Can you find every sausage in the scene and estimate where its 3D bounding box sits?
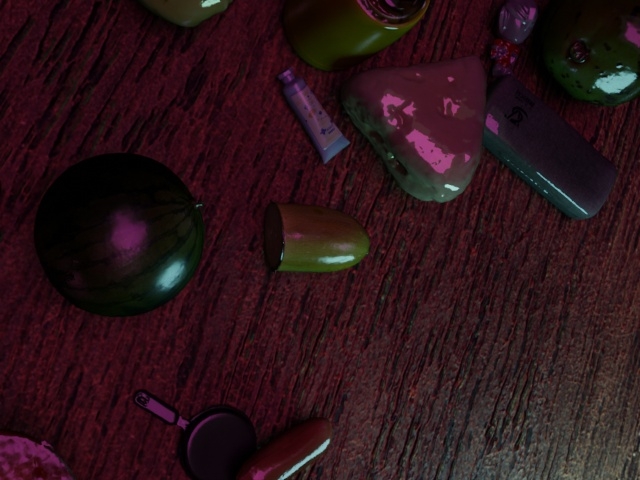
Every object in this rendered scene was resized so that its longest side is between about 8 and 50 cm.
[{"bbox_3d":[-0.059,0.360,1.361,0.194,0.077,0.077,-29,101,-29],"label":"sausage"}]

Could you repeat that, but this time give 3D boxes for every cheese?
[{"bbox_3d":[0.160,-0.187,1.402,0.251,0.173,0.248,-2,82,-23],"label":"cheese"}]

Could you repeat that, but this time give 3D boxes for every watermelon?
[{"bbox_3d":[-0.291,-0.009,1.192,0.242,0.242,0.243,0,90,-22],"label":"watermelon"}]

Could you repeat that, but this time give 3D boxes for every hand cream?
[{"bbox_3d":[-0.016,-0.219,1.402,0.065,0.043,0.171,-40,106,-17],"label":"hand cream"}]

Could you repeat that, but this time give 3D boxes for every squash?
[{"bbox_3d":[0.000,0.000,1.370,0.186,0.123,0.123,5,88,-21],"label":"squash"}]

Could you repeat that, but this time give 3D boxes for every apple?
[{"bbox_3d":[-0.218,-0.431,1.250,0.200,0.200,0.200,0,90,-22],"label":"apple"}]

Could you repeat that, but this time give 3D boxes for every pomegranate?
[{"bbox_3d":[0.548,-0.387,1.530,0.270,0.254,0.254,-33,102,-30],"label":"pomegranate"}]

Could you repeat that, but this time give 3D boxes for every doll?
[{"bbox_3d":[0.364,-0.395,1.540,0.094,0.079,0.180,13,98,-36],"label":"doll"}]

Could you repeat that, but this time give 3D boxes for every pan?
[{"bbox_3d":[-0.206,0.315,1.336,0.235,0.028,0.136,36,77,-18],"label":"pan"}]

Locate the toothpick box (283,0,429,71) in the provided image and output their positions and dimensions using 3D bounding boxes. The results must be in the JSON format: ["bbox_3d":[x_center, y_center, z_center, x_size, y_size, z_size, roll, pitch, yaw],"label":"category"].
[{"bbox_3d":[0.061,-0.381,1.309,0.174,0.271,0.175,0,90,-21],"label":"toothpick box"}]

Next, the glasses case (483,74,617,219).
[{"bbox_3d":[0.428,-0.173,1.562,0.323,0.074,0.131,36,76,-18],"label":"glasses case"}]

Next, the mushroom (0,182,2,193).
[{"bbox_3d":[-0.528,-0.071,1.179,0.126,0.085,0.109,0,120,-36],"label":"mushroom"}]

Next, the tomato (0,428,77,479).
[{"bbox_3d":[-0.481,0.421,1.167,0.338,0.143,0.339,-1,93,-18],"label":"tomato"}]
